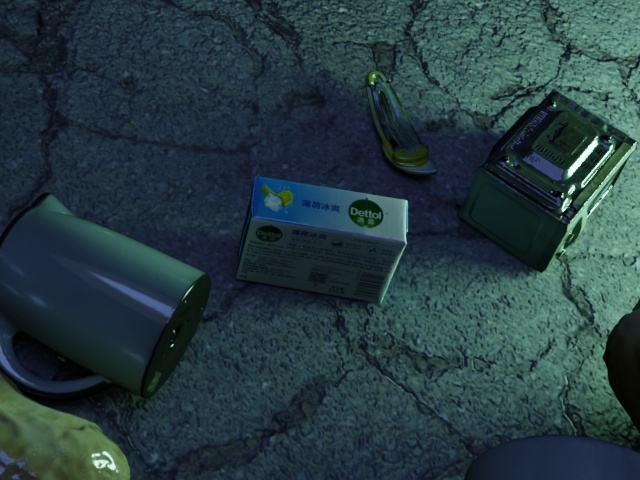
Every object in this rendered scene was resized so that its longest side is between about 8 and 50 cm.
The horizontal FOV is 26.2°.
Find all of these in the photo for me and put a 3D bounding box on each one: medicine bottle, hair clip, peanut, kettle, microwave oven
[{"bbox_3d":[0.260,0.361,1.463,0.238,0.238,0.232,14,52,-3],"label":"medicine bottle"},{"bbox_3d":[0.103,-0.162,1.934,0.060,0.033,0.188,-12,61,-18],"label":"hair clip"},{"bbox_3d":[-0.376,0.218,1.474,0.340,0.158,0.174,33,17,6],"label":"peanut"},{"bbox_3d":[-0.281,0.085,1.602,0.236,0.161,0.221,26,84,7],"label":"kettle"},{"bbox_3d":[0.310,-0.088,1.870,0.163,0.129,0.205,35,54,12],"label":"microwave oven"}]

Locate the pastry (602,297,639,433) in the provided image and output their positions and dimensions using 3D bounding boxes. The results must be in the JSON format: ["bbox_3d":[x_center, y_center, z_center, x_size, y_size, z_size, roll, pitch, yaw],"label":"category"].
[{"bbox_3d":[0.501,0.182,1.568,0.409,0.245,0.409,43,14,-13],"label":"pastry"}]

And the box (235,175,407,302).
[{"bbox_3d":[-0.001,0.000,1.725,0.194,0.139,0.073,10,53,-7],"label":"box"}]
